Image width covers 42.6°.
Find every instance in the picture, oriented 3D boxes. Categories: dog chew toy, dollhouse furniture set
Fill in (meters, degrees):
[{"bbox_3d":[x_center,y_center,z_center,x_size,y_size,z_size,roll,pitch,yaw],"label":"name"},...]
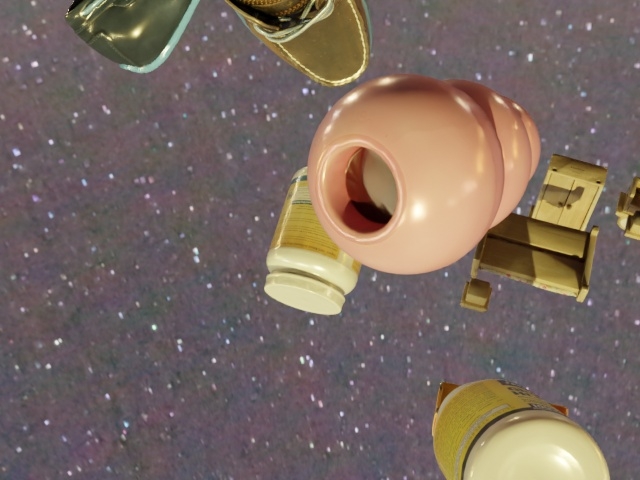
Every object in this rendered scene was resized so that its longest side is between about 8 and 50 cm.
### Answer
[{"bbox_3d":[0.137,-0.087,0.909,0.206,0.207,0.331,28,-150,30],"label":"dog chew toy"},{"bbox_3d":[0.433,0.042,1.481,0.303,0.174,0.356,16,-123,12],"label":"dollhouse furniture set"}]

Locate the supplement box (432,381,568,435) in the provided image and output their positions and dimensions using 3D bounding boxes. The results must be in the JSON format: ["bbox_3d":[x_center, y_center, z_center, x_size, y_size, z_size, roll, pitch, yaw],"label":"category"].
[{"bbox_3d":[0.323,0.328,1.486,0.233,0.080,0.078,12,-136,8],"label":"supplement box"}]

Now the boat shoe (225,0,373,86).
[{"bbox_3d":[-0.025,-0.133,0.411,0.066,0.183,0.066,-29,-134,16],"label":"boat shoe"}]

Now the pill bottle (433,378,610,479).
[{"bbox_3d":[0.268,0.306,1.191,0.187,0.188,0.334,-13,-178,-3],"label":"pill bottle"}]

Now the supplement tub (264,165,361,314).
[{"bbox_3d":[0.000,0.000,1.270,0.144,0.144,0.200,11,-110,19],"label":"supplement tub"}]

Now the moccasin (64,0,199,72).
[{"bbox_3d":[-0.143,-0.339,0.824,0.137,0.116,0.342,24,-91,59],"label":"moccasin"}]
